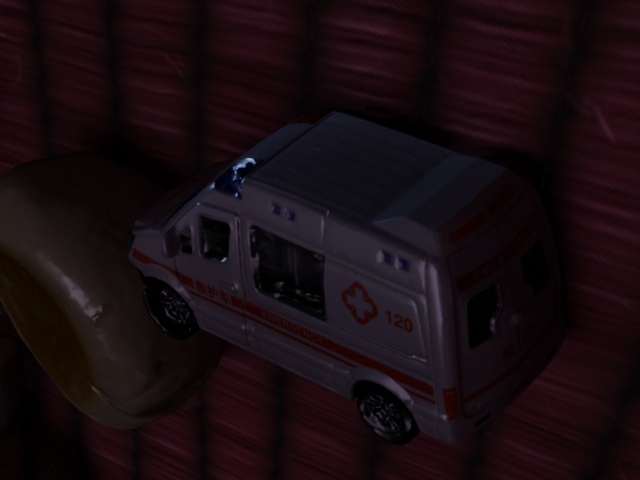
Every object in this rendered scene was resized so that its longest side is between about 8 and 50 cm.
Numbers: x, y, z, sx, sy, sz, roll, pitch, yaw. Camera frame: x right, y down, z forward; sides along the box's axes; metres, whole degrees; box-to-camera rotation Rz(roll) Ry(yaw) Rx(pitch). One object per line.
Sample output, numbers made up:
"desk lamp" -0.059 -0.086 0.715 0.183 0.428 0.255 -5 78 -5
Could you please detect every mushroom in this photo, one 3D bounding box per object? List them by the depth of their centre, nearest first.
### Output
"mushroom" -0.252 0.104 1.193 0.092 0.081 0.223 41 150 -3

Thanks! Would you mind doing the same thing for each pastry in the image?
"pastry" -0.117 0.023 0.905 0.156 0.092 0.156 33 143 29

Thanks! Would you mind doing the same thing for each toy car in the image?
"toy car" 0.000 0.000 0.717 0.209 0.089 0.108 22 140 38
